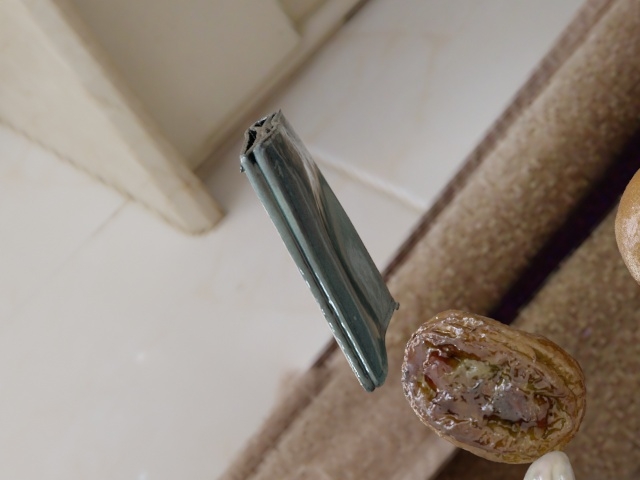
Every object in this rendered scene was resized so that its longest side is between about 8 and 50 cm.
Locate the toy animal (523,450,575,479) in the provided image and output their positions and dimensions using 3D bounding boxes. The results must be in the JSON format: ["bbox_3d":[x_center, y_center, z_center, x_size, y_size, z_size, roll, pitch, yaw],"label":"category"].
[{"bbox_3d":[0.280,0.396,1.461,0.367,0.241,0.196,-119,21,-53],"label":"toy animal"}]

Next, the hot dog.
[{"bbox_3d":[0.201,0.170,1.691,0.227,0.160,0.099,16,-170,16],"label":"hot dog"}]

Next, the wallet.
[{"bbox_3d":[0.001,-0.001,1.385,0.251,0.054,0.290,59,-175,-10],"label":"wallet"}]

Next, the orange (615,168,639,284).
[{"bbox_3d":[0.458,-0.024,1.760,0.206,0.206,0.206,40,165,13],"label":"orange"}]
